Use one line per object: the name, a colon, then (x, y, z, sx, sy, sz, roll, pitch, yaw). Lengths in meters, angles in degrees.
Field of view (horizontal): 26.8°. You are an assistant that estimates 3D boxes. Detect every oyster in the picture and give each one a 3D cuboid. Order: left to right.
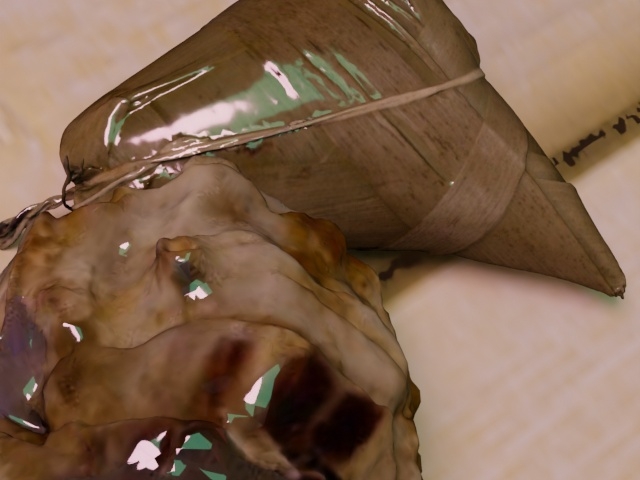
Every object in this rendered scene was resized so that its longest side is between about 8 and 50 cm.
oyster: (-0.110, 0.104, 0.393, 0.337, 0.133, 0.197, -27, 78, -15)

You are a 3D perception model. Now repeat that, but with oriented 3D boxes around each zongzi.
zongzi: (0.000, 0.000, 0.494, 0.189, 0.081, 0.178, -37, 92, -14)
